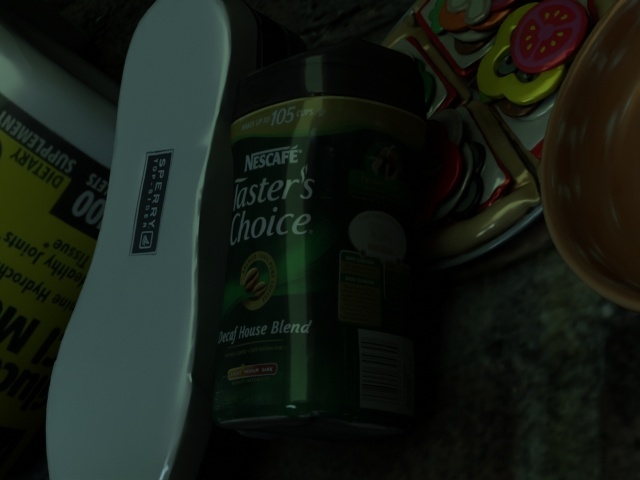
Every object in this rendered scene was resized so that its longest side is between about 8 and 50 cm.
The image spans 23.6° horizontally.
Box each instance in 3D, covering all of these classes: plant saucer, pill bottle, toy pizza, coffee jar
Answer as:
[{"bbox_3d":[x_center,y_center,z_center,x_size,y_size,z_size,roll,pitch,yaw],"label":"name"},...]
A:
[{"bbox_3d":[0.179,-0.053,0.621,0.200,0.037,0.200,-31,42,32],"label":"plant saucer"},{"bbox_3d":[-0.229,0.039,0.917,0.334,0.188,0.188,-55,34,5],"label":"pill bottle"},{"bbox_3d":[0.073,-0.078,0.774,0.201,0.032,0.201,-31,42,33],"label":"toy pizza"},{"bbox_3d":[0.000,0.000,0.724,0.096,0.079,0.184,-14,68,50],"label":"coffee jar"}]

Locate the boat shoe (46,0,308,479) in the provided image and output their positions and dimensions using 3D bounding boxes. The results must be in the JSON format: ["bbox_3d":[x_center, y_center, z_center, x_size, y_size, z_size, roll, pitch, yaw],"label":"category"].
[{"bbox_3d":[-0.063,0.022,0.809,0.108,0.102,0.301,-1,77,42],"label":"boat shoe"}]

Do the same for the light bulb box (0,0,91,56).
[{"bbox_3d":[-0.385,-0.079,1.017,0.225,0.358,0.361,33,90,12],"label":"light bulb box"}]
